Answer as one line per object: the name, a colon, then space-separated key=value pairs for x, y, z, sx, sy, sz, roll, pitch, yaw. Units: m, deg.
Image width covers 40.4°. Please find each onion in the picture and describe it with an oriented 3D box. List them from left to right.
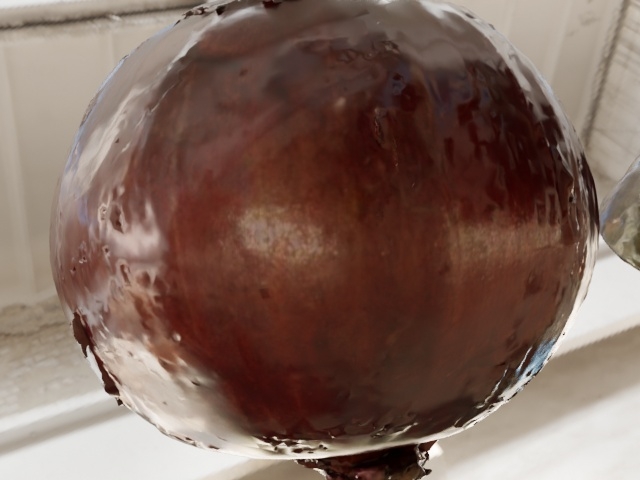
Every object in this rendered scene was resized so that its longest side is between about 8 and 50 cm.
onion: x=0.000 y=0.000 z=0.446 sx=0.276 sy=0.276 sz=0.276 roll=-21 pitch=-45 yaw=-22

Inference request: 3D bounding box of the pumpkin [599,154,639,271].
pumpkin: x=0.352 y=-0.072 z=0.735 sx=0.312 sy=0.148 sz=0.169 roll=-9 pitch=-56 yaw=-43
